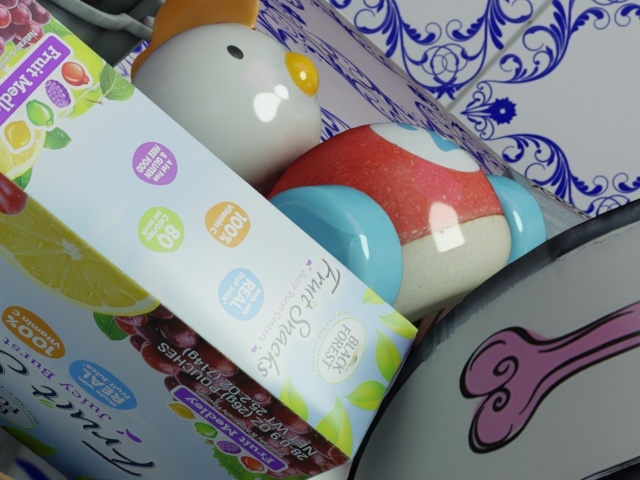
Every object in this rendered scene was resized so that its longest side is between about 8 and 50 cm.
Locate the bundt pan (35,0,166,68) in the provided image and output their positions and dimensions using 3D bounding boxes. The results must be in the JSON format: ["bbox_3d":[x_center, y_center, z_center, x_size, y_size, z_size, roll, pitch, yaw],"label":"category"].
[{"bbox_3d":[-0.255,-0.198,0.742,0.331,0.124,0.331,39,16,-13],"label":"bundt pan"}]

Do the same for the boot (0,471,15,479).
[{"bbox_3d":[-0.083,0.144,0.314,0.219,0.082,0.106,48,16,-17],"label":"boot"}]

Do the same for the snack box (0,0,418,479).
[{"bbox_3d":[-0.095,0.020,0.464,0.207,0.174,0.070,42,53,-10],"label":"snack box"}]

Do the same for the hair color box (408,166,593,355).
[{"bbox_3d":[0.142,0.084,0.815,0.113,0.185,0.374,30,13,-3],"label":"hair color box"}]

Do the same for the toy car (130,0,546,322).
[{"bbox_3d":[-0.027,-0.049,0.655,0.219,0.210,0.238,-10,74,-58],"label":"toy car"}]

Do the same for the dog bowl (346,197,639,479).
[{"bbox_3d":[0.194,0.179,0.405,0.408,0.408,0.150,40,32,-13],"label":"dog bowl"}]
